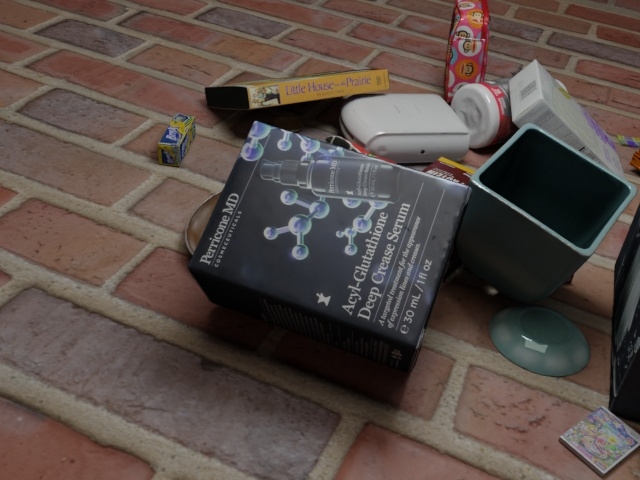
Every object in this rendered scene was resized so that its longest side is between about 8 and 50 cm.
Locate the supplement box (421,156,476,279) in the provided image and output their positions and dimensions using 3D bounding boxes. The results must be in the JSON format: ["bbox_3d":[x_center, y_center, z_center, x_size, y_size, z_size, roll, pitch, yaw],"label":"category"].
[{"bbox_3d":[0.240,-0.037,1.496,0.129,0.191,0.194,28,41,26],"label":"supplement box"}]

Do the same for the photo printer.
[{"bbox_3d":[0.209,-0.303,1.923,0.307,0.107,0.256,-3,37,-14],"label":"photo printer"}]

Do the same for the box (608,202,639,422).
[{"bbox_3d":[0.723,0.025,1.258,0.297,0.480,0.472,15,36,12],"label":"box"}]

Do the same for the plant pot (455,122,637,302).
[{"bbox_3d":[0.408,-0.024,1.407,0.247,0.252,0.248,36,52,17],"label":"plant pot"}]

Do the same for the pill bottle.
[{"bbox_3d":[0.534,-0.368,2.014,0.318,0.176,0.176,-15,42,-28],"label":"pill bottle"}]

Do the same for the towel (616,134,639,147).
[{"bbox_3d":[0.919,-0.291,2.123,0.083,0.009,0.060,8,37,-1],"label":"towel"}]

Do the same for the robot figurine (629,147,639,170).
[{"bbox_3d":[1.002,-0.209,1.963,0.291,0.085,0.211,-11,41,-24],"label":"robot figurine"}]

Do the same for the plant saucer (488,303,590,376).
[{"bbox_3d":[0.421,0.175,1.372,0.195,0.037,0.195,5,37,-4],"label":"plant saucer"}]

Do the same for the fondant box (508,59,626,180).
[{"bbox_3d":[0.623,-0.277,1.831,0.330,0.096,0.238,40,34,-18],"label":"fondant box"}]

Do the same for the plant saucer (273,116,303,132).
[{"bbox_3d":[-0.087,-0.311,1.957,0.083,0.015,0.083,5,37,-4],"label":"plant saucer"}]

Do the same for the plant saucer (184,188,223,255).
[{"bbox_3d":[-0.121,-0.019,1.487,0.310,0.050,0.310,-3,41,3],"label":"plant saucer"}]

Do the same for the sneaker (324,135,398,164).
[{"bbox_3d":[0.120,-0.167,1.756,0.279,0.107,0.118,34,25,27],"label":"sneaker"}]

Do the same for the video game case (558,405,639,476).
[{"bbox_3d":[0.465,0.329,1.191,0.122,0.011,0.087,-20,44,-33],"label":"video game case"}]

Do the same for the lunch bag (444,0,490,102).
[{"bbox_3d":[0.438,-0.584,2.198,0.120,0.293,0.258,5,36,4],"label":"lunch bag"}]

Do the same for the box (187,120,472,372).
[{"bbox_3d":[0.022,0.013,1.255,0.395,0.212,0.293,18,72,10],"label":"box"}]

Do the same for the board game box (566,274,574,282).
[{"bbox_3d":[0.435,0.000,1.621,0.145,0.027,0.281,-2,37,-14],"label":"board game box"}]

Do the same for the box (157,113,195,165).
[{"bbox_3d":[-0.354,-0.251,1.788,0.054,0.059,0.169,6,36,1],"label":"box"}]

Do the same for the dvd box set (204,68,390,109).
[{"bbox_3d":[-0.068,-0.416,1.971,0.420,0.062,0.307,-13,16,-26],"label":"dvd box set"}]
